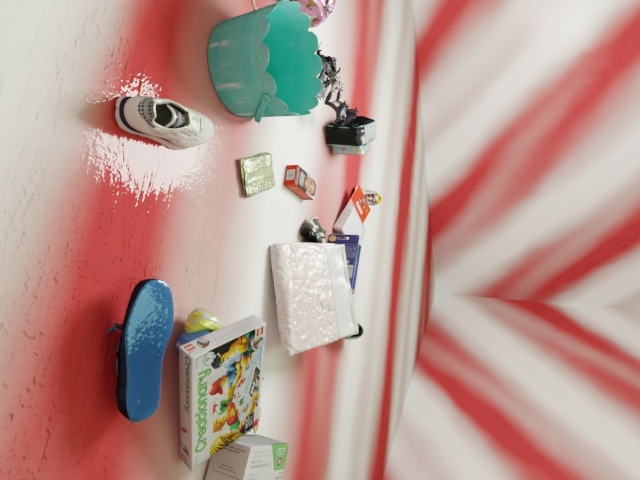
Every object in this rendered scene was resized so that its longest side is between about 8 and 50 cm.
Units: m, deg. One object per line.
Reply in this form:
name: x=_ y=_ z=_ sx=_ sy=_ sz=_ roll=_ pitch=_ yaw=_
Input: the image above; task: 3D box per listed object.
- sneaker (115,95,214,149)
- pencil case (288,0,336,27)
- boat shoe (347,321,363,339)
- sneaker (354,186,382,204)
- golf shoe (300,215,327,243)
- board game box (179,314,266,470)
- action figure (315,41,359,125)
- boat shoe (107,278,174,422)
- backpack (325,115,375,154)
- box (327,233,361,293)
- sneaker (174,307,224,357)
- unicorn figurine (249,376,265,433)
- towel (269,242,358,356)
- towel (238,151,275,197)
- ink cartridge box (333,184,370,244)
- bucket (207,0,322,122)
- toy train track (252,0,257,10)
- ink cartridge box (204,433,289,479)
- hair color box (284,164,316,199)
sneaker: x=-0.284 y=-0.234 z=0.811 sx=0.235 sy=0.095 sz=0.090 roll=-17 pitch=105 yaw=-64
pencil case: x=-0.088 y=-0.758 z=1.092 sx=0.386 sy=0.167 sz=0.160 roll=19 pitch=76 yaw=-63
boat shoe: x=0.083 y=0.331 z=1.595 sx=0.319 sy=0.099 sz=0.116 roll=43 pitch=54 yaw=-57
sneaker: x=0.215 y=-0.201 z=1.836 sx=0.225 sy=0.093 sz=0.088 roll=-9 pitch=101 yaw=-62
golf shoe: x=0.000 y=0.000 z=1.430 sx=0.198 sy=0.077 sz=0.093 roll=67 pitch=35 yaw=-43
board game box: x=-0.219 y=0.336 z=0.906 sx=0.193 sy=0.053 sz=0.305 roll=-18 pitch=122 yaw=-46
action figure: x=0.015 y=-0.523 z=1.364 sx=0.164 sy=0.141 sz=0.275 roll=-22 pitch=86 yaw=-53
boat shoe: x=-0.342 y=0.195 z=0.738 sx=0.109 sy=0.089 sz=0.258 roll=17 pitch=81 yaw=-50
backpack: x=0.128 y=-0.408 z=1.560 sx=0.188 sy=0.166 sz=0.144 roll=-48 pitch=136 yaw=-47
box: x=0.077 y=0.086 z=1.522 sx=0.036 sy=0.137 sz=0.225 roll=39 pitch=58 yaw=-58
sneaker: x=-0.258 y=0.256 z=0.935 sx=0.126 sy=0.091 sz=0.240 roll=-52 pitch=141 yaw=-23
unicorn figurine: x=-0.194 y=0.451 z=1.098 sx=0.161 sy=0.060 sz=0.111 roll=89 pitch=20 yaw=-44
towel: x=-0.013 y=0.170 z=1.285 sx=0.317 sy=0.053 sz=0.331 roll=-2 pitch=81 yaw=-44
towel: x=-0.172 y=-0.183 z=1.119 sx=0.148 sy=0.027 sz=0.110 roll=-37 pitch=125 yaw=-58
ink cartridge box: x=0.155 y=-0.087 z=1.702 sx=0.232 sy=0.066 sz=0.189 roll=-55 pitch=143 yaw=-17
bucket: x=-0.131 y=-0.436 z=1.009 sx=0.281 sy=0.183 sz=0.281 roll=-10 pitch=102 yaw=-63
toy train track: x=-0.171 y=-0.629 z=1.104 sx=0.048 sy=0.014 sz=0.083 roll=-61 pitch=143 yaw=-43
ink cartridge box: x=-0.201 y=0.651 z=1.016 sx=0.201 sy=0.117 sz=0.278 roll=44 pitch=53 yaw=-57
hair color box: x=-0.064 y=-0.188 z=1.322 sx=0.141 sy=0.043 sz=0.071 roll=31 pitch=63 yaw=-62
